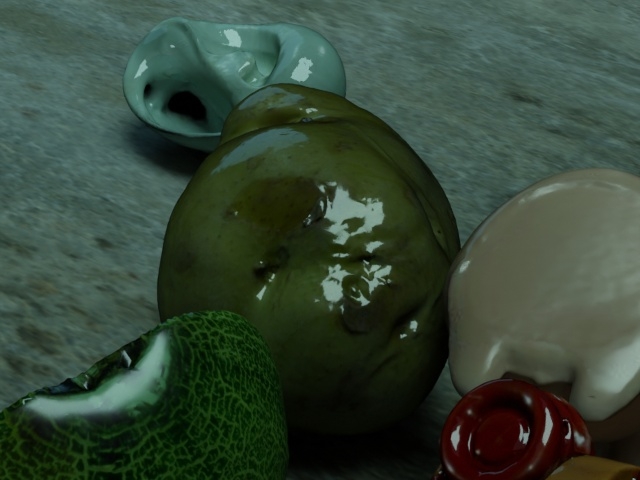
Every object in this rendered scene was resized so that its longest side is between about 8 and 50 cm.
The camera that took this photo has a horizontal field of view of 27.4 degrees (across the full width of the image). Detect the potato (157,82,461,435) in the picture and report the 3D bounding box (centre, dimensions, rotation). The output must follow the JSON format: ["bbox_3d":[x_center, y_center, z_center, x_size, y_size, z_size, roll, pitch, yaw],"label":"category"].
[{"bbox_3d":[-0.002,-0.003,0.988,0.218,0.202,0.351,6,31,0],"label":"potato"}]

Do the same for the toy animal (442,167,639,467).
[{"bbox_3d":[0.196,0.073,0.897,0.195,0.256,0.213,5,61,22],"label":"toy animal"}]

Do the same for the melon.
[{"bbox_3d":[-0.099,0.143,0.711,0.265,0.169,0.129,-29,68,-29],"label":"melon"}]

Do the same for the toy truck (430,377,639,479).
[{"bbox_3d":[0.153,0.221,0.676,0.265,0.189,0.239,9,63,43],"label":"toy truck"}]

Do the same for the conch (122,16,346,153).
[{"bbox_3d":[-0.084,-0.144,1.294,0.221,0.121,0.185,12,33,20],"label":"conch"}]
